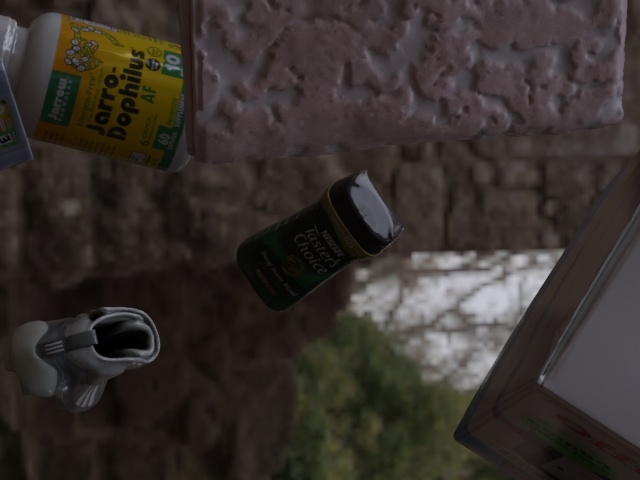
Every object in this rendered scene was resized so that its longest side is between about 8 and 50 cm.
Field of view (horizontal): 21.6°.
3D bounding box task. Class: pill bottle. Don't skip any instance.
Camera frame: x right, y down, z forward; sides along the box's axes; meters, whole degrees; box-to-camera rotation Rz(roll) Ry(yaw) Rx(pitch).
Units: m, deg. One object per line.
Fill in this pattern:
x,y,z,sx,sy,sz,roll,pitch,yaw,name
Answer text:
-0.213,-0.140,1.525,0.117,0.208,0.117,-166,-90,-76,pill bottle

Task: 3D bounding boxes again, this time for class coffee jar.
0.000,0.000,1.901,0.096,0.184,0.079,55,29,-5,coffee jar

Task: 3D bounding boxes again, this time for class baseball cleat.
-0.168,0.092,1.281,0.206,0.109,0.072,24,54,-83,baseball cleat

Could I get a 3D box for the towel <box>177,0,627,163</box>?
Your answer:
0.062,-0.207,1.191,0.053,0.332,0.317,-104,-169,-58,towel

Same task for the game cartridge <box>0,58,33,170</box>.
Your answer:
-0.195,-0.064,0.938,0.083,0.056,0.017,83,-11,-55,game cartridge

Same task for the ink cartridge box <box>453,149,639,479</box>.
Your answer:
0.216,0.063,0.873,0.197,0.198,0.270,-56,176,-12,ink cartridge box
